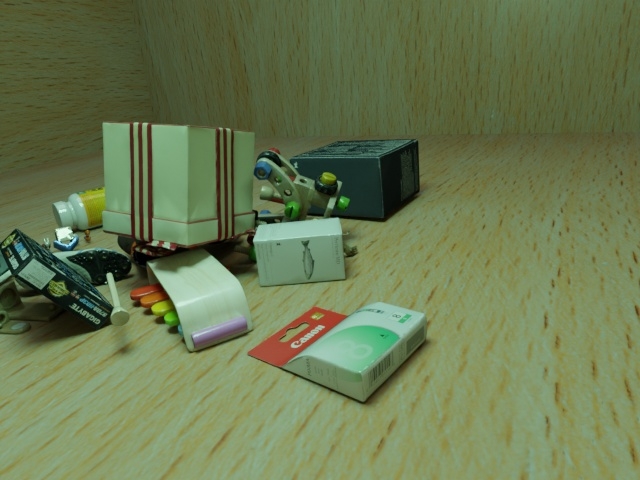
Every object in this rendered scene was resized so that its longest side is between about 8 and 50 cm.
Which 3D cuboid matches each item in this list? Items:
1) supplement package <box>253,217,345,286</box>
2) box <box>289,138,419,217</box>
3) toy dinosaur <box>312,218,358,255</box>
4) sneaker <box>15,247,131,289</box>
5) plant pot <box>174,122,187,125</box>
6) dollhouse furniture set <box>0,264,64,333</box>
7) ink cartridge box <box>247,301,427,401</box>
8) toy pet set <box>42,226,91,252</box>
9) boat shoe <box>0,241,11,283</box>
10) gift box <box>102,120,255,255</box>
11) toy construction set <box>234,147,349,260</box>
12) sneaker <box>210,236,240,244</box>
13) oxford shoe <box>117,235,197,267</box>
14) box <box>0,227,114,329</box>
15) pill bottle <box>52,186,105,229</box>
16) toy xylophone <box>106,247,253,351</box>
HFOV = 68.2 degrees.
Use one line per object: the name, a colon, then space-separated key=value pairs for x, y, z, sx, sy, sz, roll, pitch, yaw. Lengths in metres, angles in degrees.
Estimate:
supplement package: x=-0.041 y=0.023 z=0.996 sx=0.179 sy=0.105 sz=0.105 roll=-6 pitch=20 yaw=1
box: x=0.111 y=-0.195 z=1.441 sx=0.296 sy=0.183 sz=0.294 roll=6 pitch=21 yaw=32
toy dinosaur: x=0.000 y=0.000 z=1.062 sx=0.183 sy=0.093 sz=0.053 roll=2 pitch=9 yaw=-7
sneaker: x=-0.547 y=0.059 z=1.061 sx=0.237 sy=0.085 sz=0.086 roll=-6 pitch=15 yaw=-11
plant pot: x=-0.482 y=-0.315 z=1.884 sx=0.229 sy=0.263 sz=0.263 roll=7 pitch=15 yaw=-23
dollhouse furniture set: x=-0.589 y=0.092 z=0.878 sx=0.123 sy=0.151 sz=0.144 roll=0 pitch=23 yaw=14
ink cartridge box: x=0.023 y=0.144 z=0.727 sx=0.224 sy=0.056 sz=0.181 roll=13 pitch=26 yaw=36
toy pet set: x=-0.686 y=0.012 z=1.291 sx=0.122 sy=0.065 sz=0.114 roll=-15 pitch=-13 yaw=-33
boat shoe: x=-0.752 y=0.054 z=1.047 sx=0.116 sy=0.099 sz=0.319 roll=-43 pitch=28 yaw=-14
gift box: x=-0.276 y=-0.104 z=0.969 sx=0.276 sy=0.258 sz=0.255 roll=11 pitch=14 yaw=29
toy construction set: x=-0.053 y=-0.090 z=1.210 sx=0.237 sy=0.258 sz=0.309 roll=13 pitch=12 yaw=0
sneaker: x=-0.334 y=-0.038 z=1.222 sx=0.269 sy=0.090 sz=0.145 roll=7 pitch=6 yaw=16
oxford shoe: x=-0.405 y=0.012 z=1.100 sx=0.271 sy=0.097 sz=0.098 roll=10 pitch=8 yaw=35
box: x=-0.501 y=0.068 z=0.892 sx=0.220 sy=0.175 sz=0.051 roll=19 pitch=65 yaw=48
pill bottle: x=-0.714 y=-0.100 z=1.483 sx=0.208 sy=0.118 sz=0.117 roll=-21 pitch=25 yaw=-36
toy xylophone: x=-0.267 y=0.097 z=0.881 sx=0.236 sy=0.081 sz=0.322 roll=-12 pitch=21 yaw=-19
